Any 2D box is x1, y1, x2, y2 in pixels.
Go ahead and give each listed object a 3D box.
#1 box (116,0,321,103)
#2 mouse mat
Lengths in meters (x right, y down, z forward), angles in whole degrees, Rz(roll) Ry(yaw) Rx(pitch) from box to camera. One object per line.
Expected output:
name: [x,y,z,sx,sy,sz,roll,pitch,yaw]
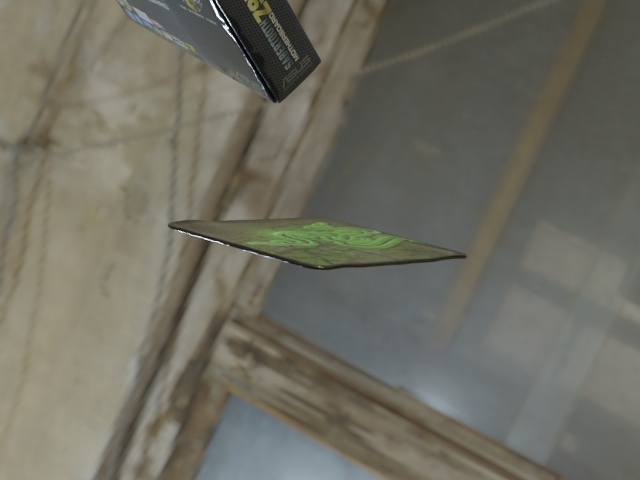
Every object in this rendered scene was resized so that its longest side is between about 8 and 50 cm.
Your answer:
box: [-0.120,-0.225,1.311,0.059,0.233,0.183,-45,-43,-13]
mouse mat: [0.000,0.000,1.190,0.190,0.153,0.007,-2,-77,-51]
